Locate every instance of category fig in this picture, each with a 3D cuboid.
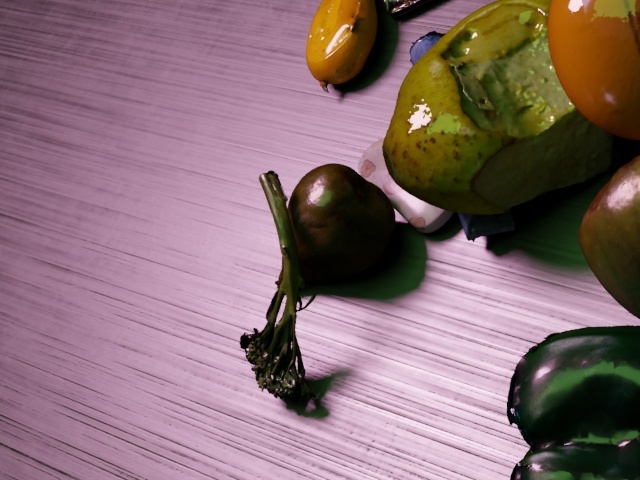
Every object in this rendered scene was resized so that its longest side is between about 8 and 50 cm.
[{"bbox_3d":[0.000,-0.018,1.988,0.185,0.133,0.126,-20,68,47],"label":"fig"},{"bbox_3d":[0.357,-0.007,1.701,0.181,0.181,0.191,-8,94,30],"label":"fig"}]

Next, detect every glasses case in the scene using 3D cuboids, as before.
[{"bbox_3d":[0.103,-0.068,2.004,0.063,0.041,0.164,-46,46,3],"label":"glasses case"}]

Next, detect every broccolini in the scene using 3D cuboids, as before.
[{"bbox_3d":[-0.058,0.054,1.950,0.123,0.062,0.271,-2,93,44],"label":"broccolini"}]

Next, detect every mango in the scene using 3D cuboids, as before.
[{"bbox_3d":[0.031,-0.279,2.174,0.101,0.066,0.187,-10,62,45],"label":"mango"}]

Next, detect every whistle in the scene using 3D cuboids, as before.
[{"bbox_3d":[0.166,-0.125,1.987,0.062,0.062,0.304,-27,49,17],"label":"whistle"}]

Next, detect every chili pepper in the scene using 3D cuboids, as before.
[{"bbox_3d":[0.302,0.206,1.571,0.257,0.233,0.248,-5,74,22],"label":"chili pepper"}]

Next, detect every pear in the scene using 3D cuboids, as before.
[{"bbox_3d":[0.177,-0.160,1.877,0.255,0.164,0.238,-22,52,-10],"label":"pear"}]

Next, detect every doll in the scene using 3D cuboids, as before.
[{"bbox_3d":[0.333,-0.204,1.706,0.213,0.236,0.213,0,89,7],"label":"doll"}]

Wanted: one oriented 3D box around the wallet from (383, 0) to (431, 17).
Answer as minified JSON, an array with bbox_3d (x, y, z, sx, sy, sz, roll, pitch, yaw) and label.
[{"bbox_3d":[0.152,-0.444,2.189,0.221,0.071,0.262,-23,66,17],"label":"wallet"}]
